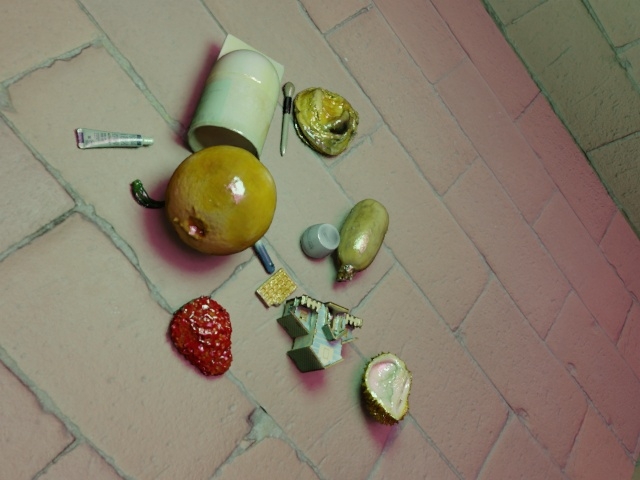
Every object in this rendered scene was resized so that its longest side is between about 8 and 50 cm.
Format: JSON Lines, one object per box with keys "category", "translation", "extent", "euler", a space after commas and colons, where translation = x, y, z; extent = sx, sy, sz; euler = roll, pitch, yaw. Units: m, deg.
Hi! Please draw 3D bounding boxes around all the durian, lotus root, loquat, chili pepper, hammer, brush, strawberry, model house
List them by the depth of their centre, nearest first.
{"category": "strawberry", "translation": [-0.314, 0.274, 1.744], "extent": [0.190, 0.111, 0.236], "euler": [-26, 92, -41]}
{"category": "loquat", "translation": [-0.285, -0.116, 1.768], "extent": [0.329, 0.328, 0.328], "euler": [12, 68, -32]}
{"category": "chili pepper", "translation": [-0.510, -0.128, 1.784], "extent": [0.118, 0.035, 0.055], "euler": [39, 73, -15]}
{"category": "model house", "translation": [-0.001, 0.312, 1.921], "extent": [0.271, 0.178, 0.206], "euler": [28, 62, -30]}
{"category": "hammer", "translation": [-0.192, 0.018, 1.952], "extent": [0.116, 0.070, 0.193], "euler": [-35, 105, -38]}
{"category": "durian", "translation": [0.215, 0.498, 2.040], "extent": [0.183, 0.138, 0.249], "euler": [16, 52, 2]}
{"category": "lotus root", "translation": [0.141, 0.004, 2.124], "extent": [0.152, 0.169, 0.342], "euler": [14, 58, 14]}
{"category": "brush", "translation": [-0.123, -0.437, 2.166], "extent": [0.042, 0.039, 0.299], "euler": [50, 43, -63]}

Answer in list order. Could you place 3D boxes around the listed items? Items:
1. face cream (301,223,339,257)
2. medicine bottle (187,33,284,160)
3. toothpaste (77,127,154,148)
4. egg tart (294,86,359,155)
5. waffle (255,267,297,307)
{"category": "face cream", "translation": [0.000, 0.000, 2.063], "extent": [0.117, 0.104, 0.117], "euler": [12, 69, -34]}
{"category": "medicine bottle", "translation": [-0.256, -0.457, 1.946], "extent": [0.236, 0.236, 0.405], "euler": [27, 61, -26]}
{"category": "toothpaste", "translation": [-0.596, -0.295, 1.777], "extent": [0.216, 0.037, 0.061], "euler": [-3, 77, -32]}
{"category": "egg tart", "translation": [0.037, -0.456, 2.235], "extent": [0.297, 0.132, 0.296], "euler": [16, 60, -30]}
{"category": "waffle", "translation": [-0.142, 0.158, 1.961], "extent": [0.092, 0.021, 0.135], "euler": [53, 53, -10]}
